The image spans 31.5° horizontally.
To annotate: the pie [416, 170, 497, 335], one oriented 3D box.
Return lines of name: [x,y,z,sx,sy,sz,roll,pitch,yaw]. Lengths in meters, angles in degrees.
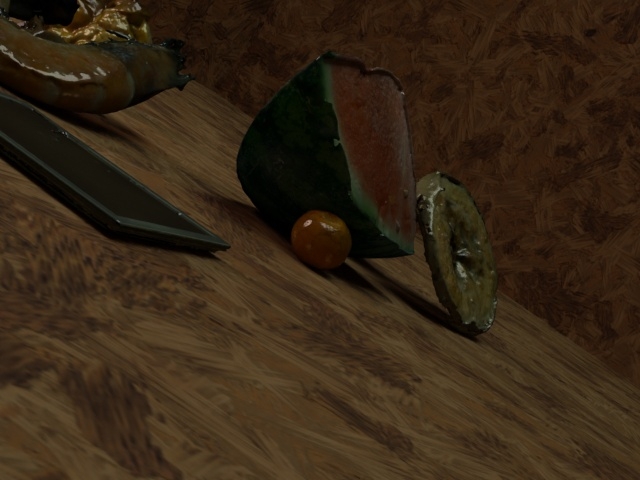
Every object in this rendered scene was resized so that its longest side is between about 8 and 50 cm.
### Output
pie: [0.217,0.019,1.796,0.274,0.055,0.274,43,39,-49]

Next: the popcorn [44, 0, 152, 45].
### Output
popcorn: [-0.374,-0.324,1.866,0.194,0.163,0.140,0,-8,-10]

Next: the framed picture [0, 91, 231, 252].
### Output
framed picture: [-0.242,-0.075,1.070,0.293,0.018,0.231,35,7,19]

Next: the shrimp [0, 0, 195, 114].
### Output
shrimp: [-0.322,-0.263,1.524,0.272,0.085,0.445,41,24,17]

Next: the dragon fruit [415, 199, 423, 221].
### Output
dragon fruit: [0.068,-0.063,1.872,0.209,0.172,0.172,30,5,12]

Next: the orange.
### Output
orange: [0.000,0.000,1.463,0.083,0.070,0.083,25,22,-11]

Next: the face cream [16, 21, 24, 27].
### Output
face cream: [-0.372,-0.255,1.655,0.198,0.057,0.084,37,4,32]

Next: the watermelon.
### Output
watermelon: [0.036,-0.073,1.567,0.222,0.319,0.292,54,30,16]
